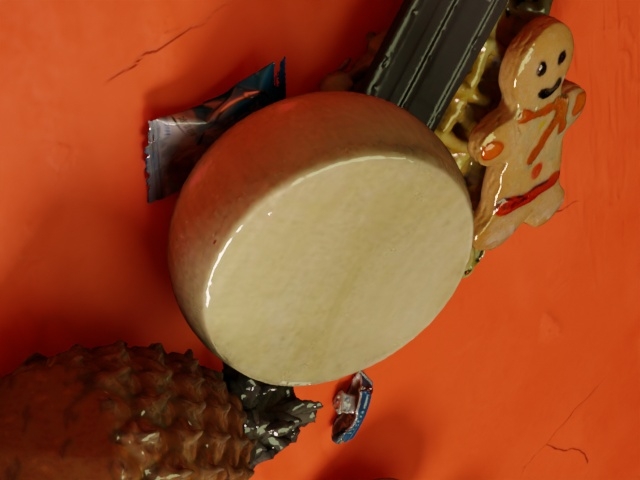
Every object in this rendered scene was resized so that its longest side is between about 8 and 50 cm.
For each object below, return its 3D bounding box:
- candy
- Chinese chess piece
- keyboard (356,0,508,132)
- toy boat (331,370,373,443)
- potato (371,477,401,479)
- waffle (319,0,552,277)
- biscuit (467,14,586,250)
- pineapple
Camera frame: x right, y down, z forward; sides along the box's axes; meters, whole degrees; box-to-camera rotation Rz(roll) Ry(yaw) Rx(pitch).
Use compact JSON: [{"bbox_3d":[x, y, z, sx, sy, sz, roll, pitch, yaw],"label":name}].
[{"bbox_3d":[-0.082,-0.088,1.036,0.136,0.038,0.088,-28,148,-22],"label":"candy"},{"bbox_3d":[0.000,0.000,1.053,0.250,0.101,0.250,-15,132,-18],"label":"Chinese chess piece"},{"bbox_3d":[0.127,-0.222,1.083,0.103,0.041,0.381,23,104,-41],"label":"keyboard"},{"bbox_3d":[0.028,0.169,1.346,0.038,0.038,0.083,3,114,-49],"label":"toy boat"},{"bbox_3d":[0.020,0.373,1.399,0.296,0.141,0.191,-48,158,-13],"label":"potato"},{"bbox_3d":[0.119,-0.099,1.220,0.297,0.073,0.317,-34,135,-25],"label":"waffle"},{"bbox_3d":[0.192,-0.097,1.217,0.153,0.030,0.234,-27,136,-38],"label":"biscuit"},{"bbox_3d":[-0.122,0.174,1.065,0.362,0.202,0.202,1,116,-61],"label":"pineapple"}]
